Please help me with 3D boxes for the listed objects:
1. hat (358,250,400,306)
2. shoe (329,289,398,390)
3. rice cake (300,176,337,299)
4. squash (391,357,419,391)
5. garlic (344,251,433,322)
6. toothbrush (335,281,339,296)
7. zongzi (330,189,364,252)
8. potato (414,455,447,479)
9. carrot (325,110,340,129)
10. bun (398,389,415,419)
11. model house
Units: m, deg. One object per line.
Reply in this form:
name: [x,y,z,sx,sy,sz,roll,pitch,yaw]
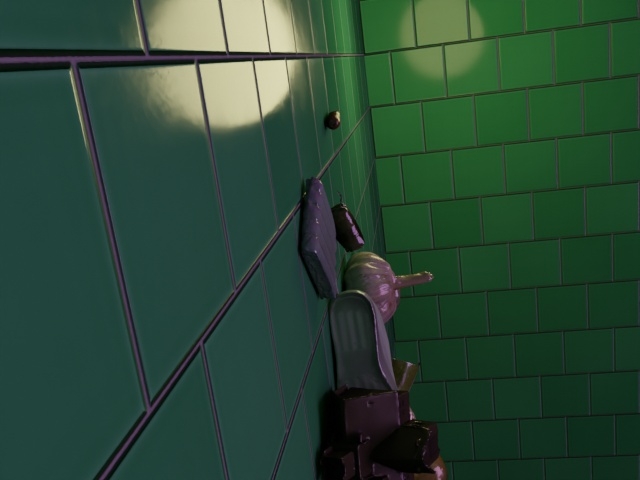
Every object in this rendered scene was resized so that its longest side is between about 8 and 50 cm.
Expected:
hat: [0.175,0.148,1.883,0.252,0.110,0.252,174,-90,-89]
shoe: [0.101,0.280,1.413,0.160,0.131,0.363,-8,86,-80]
rice cake: [0.000,0.000,1.212,0.198,0.037,0.189,73,15,-51]
squash: [0.183,0.373,1.799,0.170,0.170,0.123,61,37,-69]
garlic: [0.175,0.123,1.658,0.199,0.225,0.199,-8,90,-86]
toothbrush: [0.043,0.121,1.464,0.204,0.022,0.017,75,4,-47]
zongzi: [0.039,-0.057,1.521,0.154,0.062,0.130,62,-2,-27]
potato: [0.233,0.636,1.785,0.285,0.242,0.243,79,10,-47]
carrot: [0.033,-0.300,1.607,0.165,0.035,0.036,-78,161,-68]
bun: [0.145,0.446,1.566,0.220,0.134,0.220,163,-90,-74]
model house: [0.092,0.376,1.161,0.243,0.204,0.211,5,79,-64]
